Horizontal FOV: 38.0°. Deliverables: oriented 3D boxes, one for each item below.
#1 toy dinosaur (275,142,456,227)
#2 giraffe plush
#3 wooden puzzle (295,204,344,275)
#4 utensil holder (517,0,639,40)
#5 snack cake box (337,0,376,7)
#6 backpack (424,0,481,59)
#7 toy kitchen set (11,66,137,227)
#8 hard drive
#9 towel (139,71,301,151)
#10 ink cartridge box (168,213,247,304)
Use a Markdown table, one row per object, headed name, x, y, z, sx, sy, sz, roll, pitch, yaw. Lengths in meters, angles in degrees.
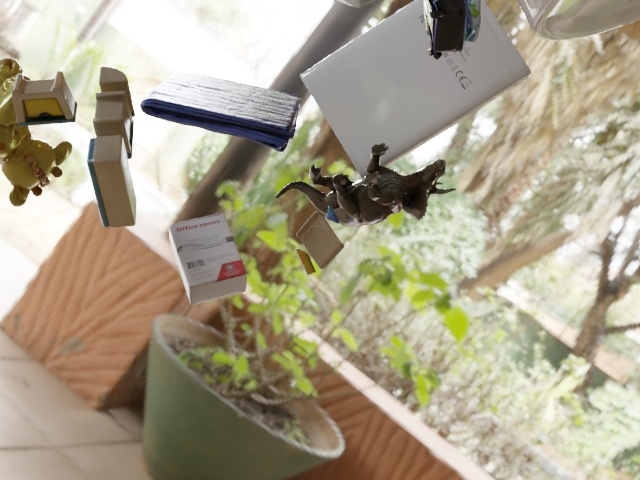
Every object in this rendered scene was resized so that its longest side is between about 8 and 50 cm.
| name | x | y | z | sx | sy | sz | roll | pitch | yaw |
| --- | --- | --- | --- | --- | --- | --- | --- | --- | --- |
| toy dinosaur | 0.073 | -0.075 | 1.647 | 0.121 | 0.314 | 0.160 | -93 | 160 | -45 |
| giraffe plush | -0.492 | -0.158 | 1.492 | 0.170 | 0.181 | 0.210 | 53 | 11 | -49 |
| wooden puzzle | 0.000 | 0.000 | 1.462 | 0.014 | 0.116 | 0.078 | -22 | 76 | -47 |
| utensil holder | 0.315 | -0.474 | 1.076 | 0.327 | 0.328 | 0.385 | 29 | 40 | -77 |
| snack cake box | 0.135 | -0.490 | 1.483 | 0.089 | 0.264 | 0.152 | 36 | -34 | 53 |
| backpack | 0.196 | -0.348 | 1.389 | 0.105 | 0.084 | 0.114 | 83 | 1 | -53 |
| toy kitchen set | -0.340 | -0.126 | 1.276 | 0.122 | 0.166 | 0.207 | 88 | -4 | -46 |
| hard drive | 0.170 | -0.300 | 1.699 | 0.233 | 0.353 | 0.047 | 60 | 8 | 11 |
| towel | -0.155 | -0.225 | 1.566 | 0.243 | 0.040 | 0.336 | 13 | 18 | -2 |
| ink cartridge box | -0.190 | 0.030 | 1.565 | 0.056 | 0.099 | 0.135 | 96 | -24 | -52 |
